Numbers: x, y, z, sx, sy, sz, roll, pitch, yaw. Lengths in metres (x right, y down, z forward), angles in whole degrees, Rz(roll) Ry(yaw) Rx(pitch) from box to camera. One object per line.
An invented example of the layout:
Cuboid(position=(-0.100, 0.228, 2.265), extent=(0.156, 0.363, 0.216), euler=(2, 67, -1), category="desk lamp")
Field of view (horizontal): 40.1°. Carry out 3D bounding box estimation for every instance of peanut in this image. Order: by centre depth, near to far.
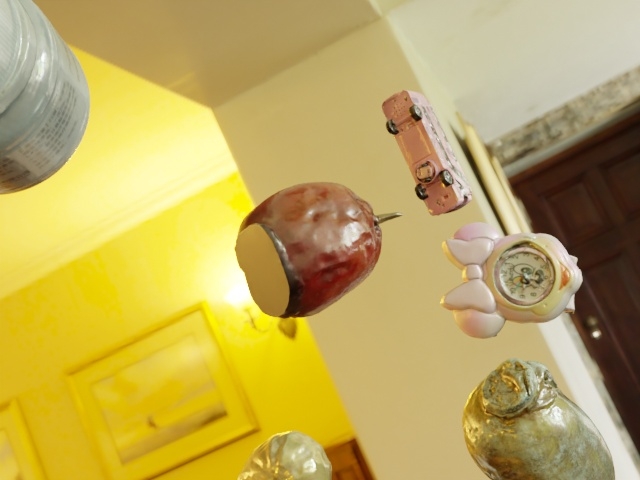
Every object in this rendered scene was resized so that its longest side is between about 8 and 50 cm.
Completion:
Cuboid(position=(-0.061, 0.365, 1.292), extent=(0.130, 0.130, 0.290), euler=(-21, -20, -19), category="peanut")

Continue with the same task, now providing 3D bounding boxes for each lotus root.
Cuboid(position=(0.312, 0.303, 1.225), extent=(0.175, 0.349, 0.175), euler=(-29, 31, 19), category="lotus root")

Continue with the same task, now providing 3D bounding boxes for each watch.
Cuboid(position=(0.356, 0.084, 1.642), extent=(0.248, 0.211, 0.217), euler=(2, -8, 13), category="watch")

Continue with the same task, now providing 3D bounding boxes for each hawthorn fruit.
Cuboid(position=(0.000, 0.000, 1.259), extent=(0.251, 0.189, 0.189), euler=(-29, -9, -8), category="hawthorn fruit")

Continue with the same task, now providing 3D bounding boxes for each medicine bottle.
Cuboid(position=(-0.434, -0.205, 1.059), extent=(0.245, 0.245, 0.306), euler=(-24, -14, -3), category="medicine bottle")

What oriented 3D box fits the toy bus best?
Cuboid(position=(0.168, -0.138, 1.376), extent=(0.063, 0.203, 0.090), euler=(-29, -12, 31), category="toy bus")
